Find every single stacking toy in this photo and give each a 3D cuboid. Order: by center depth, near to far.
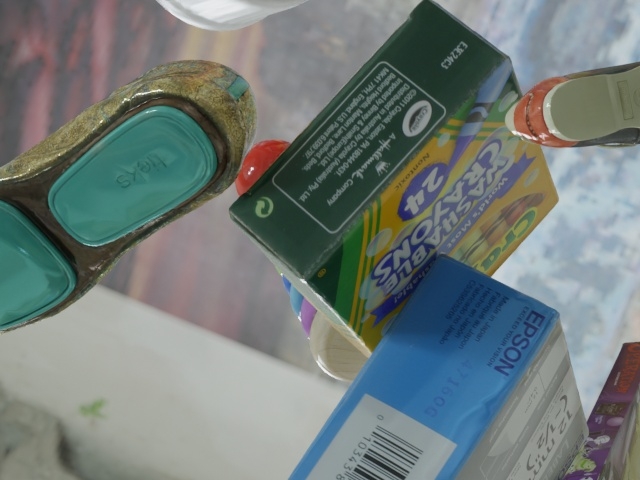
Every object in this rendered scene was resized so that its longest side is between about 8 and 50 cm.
[{"bbox_3d":[0.000,0.000,1.712,0.330,0.141,0.141,57,138,46],"label":"stacking toy"}]

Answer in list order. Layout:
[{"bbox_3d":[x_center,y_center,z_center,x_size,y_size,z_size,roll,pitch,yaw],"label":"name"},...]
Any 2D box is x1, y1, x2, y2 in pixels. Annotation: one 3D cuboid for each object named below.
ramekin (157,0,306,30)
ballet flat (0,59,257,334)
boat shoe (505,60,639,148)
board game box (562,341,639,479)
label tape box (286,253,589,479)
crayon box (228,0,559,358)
[{"bbox_3d":[-0.096,-0.407,1.982,0.135,0.277,0.277,0,61,52],"label":"ramekin"},{"bbox_3d":[-0.180,-0.028,1.155,0.348,0.123,0.123,-28,17,31],"label":"ballet flat"},{"bbox_3d":[0.166,-0.073,0.877,0.043,0.137,0.049,-11,88,60],"label":"boat shoe"},{"bbox_3d":[0.321,0.272,1.644,0.347,0.056,0.208,-48,-52,-56],"label":"board game box"},{"bbox_3d":[0.102,0.205,1.240,0.249,0.115,0.347,-55,-30,-17],"label":"label tape box"},{"bbox_3d":[0.073,-0.018,1.194,0.203,0.083,0.323,-48,-24,-4],"label":"crayon box"}]
